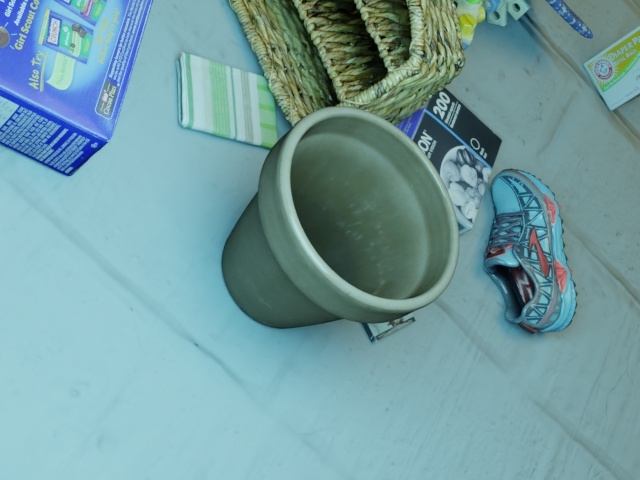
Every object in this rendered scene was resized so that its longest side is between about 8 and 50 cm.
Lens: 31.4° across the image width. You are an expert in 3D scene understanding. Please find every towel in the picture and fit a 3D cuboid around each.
[{"bbox_3d":[-0.125,-0.184,1.533,0.152,0.023,0.113,13,62,-36],"label":"towel"},{"bbox_3d":[0.326,-0.487,1.907,0.336,0.040,0.243,28,27,-47],"label":"towel"}]

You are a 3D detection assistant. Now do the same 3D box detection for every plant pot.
[{"bbox_3d":[0.000,0.000,1.390,0.263,0.229,0.263,17,58,-31],"label":"plant pot"}]

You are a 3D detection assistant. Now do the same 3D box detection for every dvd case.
[{"bbox_3d":[0.074,0.073,1.560,0.087,0.013,0.119,-21,82,-43],"label":"dvd case"}]

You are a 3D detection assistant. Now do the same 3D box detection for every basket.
[{"bbox_3d":[0.039,-0.321,1.585,0.223,0.213,0.299,-9,69,-43],"label":"basket"}]

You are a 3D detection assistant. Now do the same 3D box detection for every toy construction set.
[{"bbox_3d":[0.222,-0.411,1.835,0.215,0.151,0.327,38,36,15],"label":"toy construction set"}]

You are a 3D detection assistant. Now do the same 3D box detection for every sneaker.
[{"bbox_3d":[0.301,0.010,1.713,0.125,0.104,0.262,-1,68,-37],"label":"sneaker"}]

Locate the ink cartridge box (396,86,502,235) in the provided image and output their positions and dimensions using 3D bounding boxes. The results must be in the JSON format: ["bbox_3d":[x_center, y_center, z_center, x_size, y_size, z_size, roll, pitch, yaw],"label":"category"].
[{"bbox_3d":[0.170,-0.143,1.728,0.208,0.045,0.206,38,50,-16],"label":"ink cartridge box"}]

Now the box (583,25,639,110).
[{"bbox_3d":[0.597,-0.335,2.058,0.114,0.203,0.103,-26,85,-42],"label":"box"}]

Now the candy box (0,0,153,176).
[{"bbox_3d":[-0.372,-0.264,1.306,0.317,0.122,0.268,28,54,-26],"label":"candy box"}]
